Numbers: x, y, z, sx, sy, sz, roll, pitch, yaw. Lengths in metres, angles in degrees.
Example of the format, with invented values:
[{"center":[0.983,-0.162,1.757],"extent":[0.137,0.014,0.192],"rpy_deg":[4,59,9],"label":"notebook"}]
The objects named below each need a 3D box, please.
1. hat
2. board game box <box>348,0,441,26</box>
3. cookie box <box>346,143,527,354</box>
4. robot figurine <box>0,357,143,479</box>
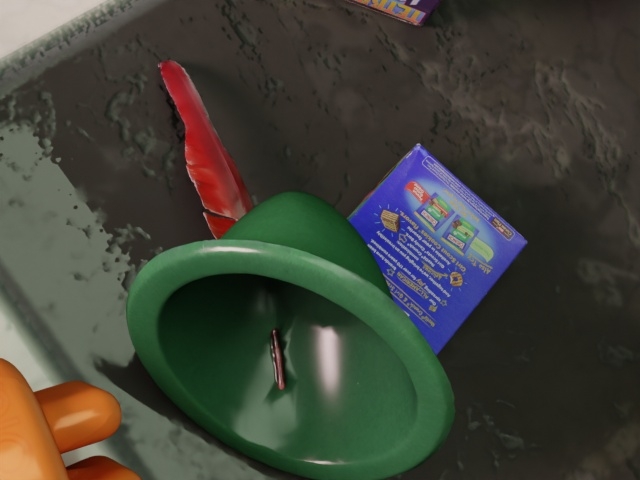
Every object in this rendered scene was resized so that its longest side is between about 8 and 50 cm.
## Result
[{"center":[0.000,0.000,0.770],"extent":[0.208,0.173,0.183],"rpy_deg":[49,42,-24],"label":"hat"},{"center":[0.011,-0.204,0.830],"extent":[0.170,0.141,0.048],"rpy_deg":[19,69,-10],"label":"board game box"},{"center":[0.053,0.012,0.825],"extent":[0.092,0.040,0.107],"rpy_deg":[42,66,1],"label":"cookie box"},{"center":[-0.198,0.132,0.664],"extent":[0.219,0.158,0.128],"rpy_deg":[-20,46,-21],"label":"robot figurine"}]
